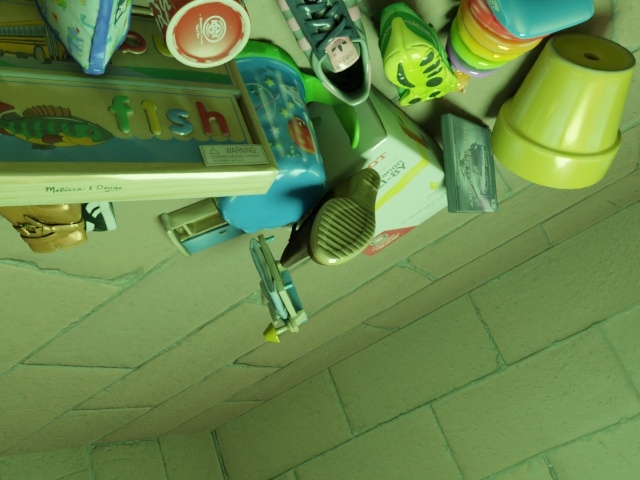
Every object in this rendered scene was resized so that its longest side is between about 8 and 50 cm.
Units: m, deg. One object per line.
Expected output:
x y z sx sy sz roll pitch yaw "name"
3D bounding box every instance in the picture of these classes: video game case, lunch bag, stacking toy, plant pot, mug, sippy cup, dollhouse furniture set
0.326 -0.158 1.184 0.026 0.196 0.274 -5 180 33 "video game case"
-0.242 -0.270 0.568 0.096 0.151 0.129 -6 150 -31 "lunch bag"
0.273 -0.340 0.911 0.166 0.175 0.302 -21 169 -17 "stacking toy"
0.504 -0.273 1.117 0.254 0.254 0.239 -14 139 -19 "plant pot"
-0.137 -0.278 0.619 0.113 0.169 0.150 -30 154 13 "mug"
-0.103 -0.144 0.854 0.306 0.224 0.240 -31 153 18 "sippy cup"
-0.175 0.044 1.071 0.198 0.303 0.286 -22 155 -4 "dollhouse furniture set"

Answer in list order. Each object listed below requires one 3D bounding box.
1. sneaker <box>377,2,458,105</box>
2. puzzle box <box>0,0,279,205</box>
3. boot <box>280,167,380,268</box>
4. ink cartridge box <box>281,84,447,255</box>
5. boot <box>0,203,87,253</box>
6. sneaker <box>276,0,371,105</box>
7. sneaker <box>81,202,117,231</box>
0.160 -0.301 0.898 0.110 0.123 0.295 -13 177 15 "sneaker"
-0.270 -0.166 0.612 0.409 0.272 0.052 -6 151 -34 "puzzle box"
0.000 0.000 0.887 0.207 0.090 0.248 -42 -170 39 "boot"
0.085 -0.127 1.120 0.279 0.160 0.385 -36 152 23 "ink cartridge box"
-0.470 -0.041 0.843 0.197 0.073 0.152 -2 135 -2 "boot"
0.008 -0.306 0.734 0.112 0.131 0.319 -28 155 10 "sneaker"
-0.416 -0.066 0.911 0.121 0.079 0.217 -15 155 -18 "sneaker"
